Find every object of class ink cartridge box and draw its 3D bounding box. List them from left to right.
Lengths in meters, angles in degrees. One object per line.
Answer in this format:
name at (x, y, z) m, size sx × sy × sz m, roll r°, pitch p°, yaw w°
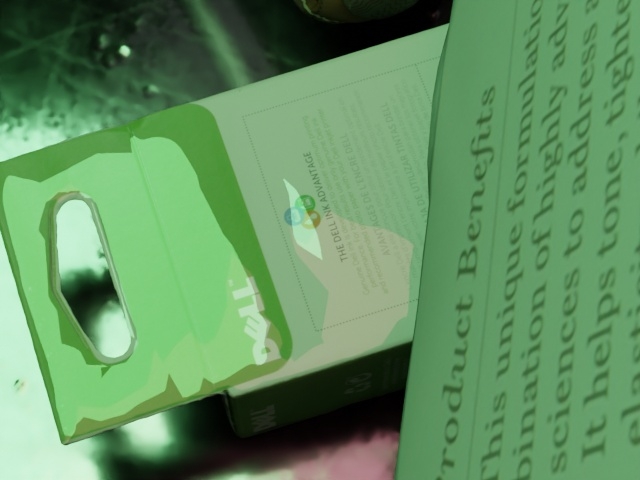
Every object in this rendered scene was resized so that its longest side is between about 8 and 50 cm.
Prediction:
ink cartridge box at (0.000, 0.000, 0.563) m, size 0.209 × 0.062 × 0.109 m, roll -17°, pitch 70°, yaw -6°

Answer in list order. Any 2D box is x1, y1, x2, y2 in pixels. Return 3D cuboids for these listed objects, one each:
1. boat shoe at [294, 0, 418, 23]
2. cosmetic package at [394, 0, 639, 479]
boat shoe at (-0.034, -0.231, 0.638) m, size 0.116 × 0.123 × 0.324 m, roll -21°, pitch 76°, yaw 28°
cosmetic package at (0.249, -0.059, 0.365) m, size 0.327 × 0.393 × 0.329 m, roll 15°, pitch 68°, yaw -17°
